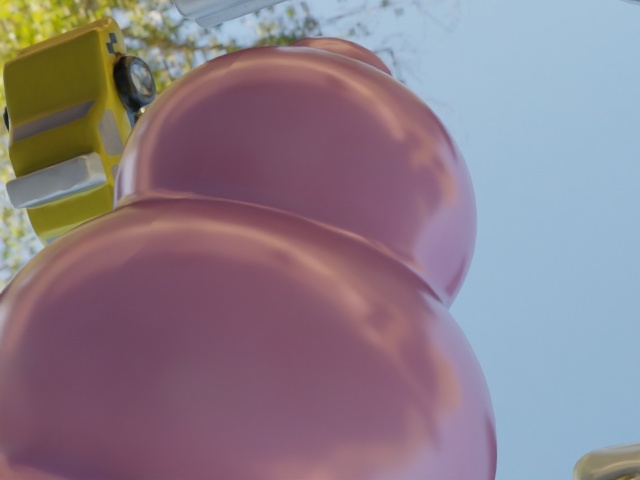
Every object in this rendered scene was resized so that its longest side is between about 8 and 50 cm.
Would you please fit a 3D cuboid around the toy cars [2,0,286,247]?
[{"bbox_3d":[-0.114,-0.132,0.761,0.176,0.393,0.087,27,-160,14],"label":"toy cars"}]

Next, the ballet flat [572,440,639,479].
[{"bbox_3d":[0.220,0.259,0.865,0.182,0.482,0.164,27,-159,11],"label":"ballet flat"}]

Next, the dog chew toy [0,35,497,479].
[{"bbox_3d":[-0.035,0.081,0.408,0.207,0.206,0.331,6,-114,24],"label":"dog chew toy"}]

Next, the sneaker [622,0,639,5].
[{"bbox_3d":[0.276,-0.205,0.834,0.258,0.094,0.091,8,-176,44],"label":"sneaker"}]
